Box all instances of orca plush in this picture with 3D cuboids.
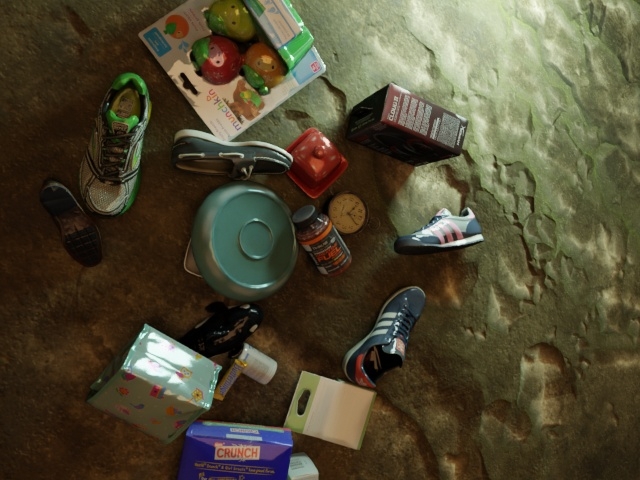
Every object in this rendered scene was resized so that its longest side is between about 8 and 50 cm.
[{"bbox_3d":[-0.282,0.225,1.054,0.287,0.102,0.151,-8,74,-7],"label":"orca plush"}]

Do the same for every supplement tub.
[{"bbox_3d":[-0.178,0.328,1.130,0.107,0.071,0.071,38,78,-17],"label":"supplement tub"},{"bbox_3d":[0.000,0.000,1.152,0.106,0.106,0.198,-44,122,-15],"label":"supplement tub"}]

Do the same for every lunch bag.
[{"bbox_3d":[-0.396,0.350,0.988,0.223,0.160,0.262,36,120,-19],"label":"lunch bag"}]

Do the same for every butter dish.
[{"bbox_3d":[-0.012,-0.226,1.154,0.160,0.118,0.160,45,75,-2],"label":"butter dish"}]

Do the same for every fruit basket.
[{"bbox_3d":[-0.206,-0.475,1.063,0.353,0.165,0.327,-39,104,-13],"label":"fruit basket"}]

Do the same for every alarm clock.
[{"bbox_3d":[0.089,-0.072,1.233,0.191,0.064,0.130,18,84,-17],"label":"alarm clock"}]

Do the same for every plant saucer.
[{"bbox_3d":[-0.173,-0.001,1.091,0.317,0.043,0.318,4,83,-38],"label":"plant saucer"}]

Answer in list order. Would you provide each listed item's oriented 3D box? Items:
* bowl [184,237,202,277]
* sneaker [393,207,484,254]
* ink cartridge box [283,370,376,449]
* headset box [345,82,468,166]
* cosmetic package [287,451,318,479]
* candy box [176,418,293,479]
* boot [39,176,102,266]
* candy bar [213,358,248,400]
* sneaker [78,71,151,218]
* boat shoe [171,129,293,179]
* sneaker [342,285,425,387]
[{"bbox_3d":[-0.273,0.030,1.099,0.141,0.053,0.142,18,83,-20],"label":"bowl"},{"bbox_3d":[0.359,-0.030,1.332,0.318,0.112,0.131,-5,76,-24],"label":"sneaker"},{"bbox_3d":[0.027,0.483,1.222,0.234,0.056,0.171,20,83,-8],"label":"ink cartridge box"},{"bbox_3d":[0.225,-0.320,1.202,0.293,0.218,0.110,17,85,-22],"label":"headset box"},{"bbox_3d":[-0.062,0.723,1.156,0.085,0.117,0.231,-1,92,-20],"label":"cosmetic package"},{"bbox_3d":[-0.228,0.636,1.068,0.268,0.122,0.318,11,87,-10],"label":"candy box"},{"bbox_3d":[-0.570,-0.046,0.978,0.082,0.106,0.219,-25,128,-23],"label":"boot"},{"bbox_3d":[-0.237,0.359,1.096,0.040,0.018,0.161,27,117,-17],"label":"candy bar"},{"bbox_3d":[-0.473,-0.220,0.968,0.134,0.146,0.344,9,88,-21],"label":"sneaker"},{"bbox_3d":[-0.221,-0.197,1.079,0.302,0.114,0.091,6,65,-11],"label":"boat shoe"},{"bbox_3d":[0.218,0.285,1.243,0.131,0.148,0.350,43,76,-16],"label":"sneaker"}]
